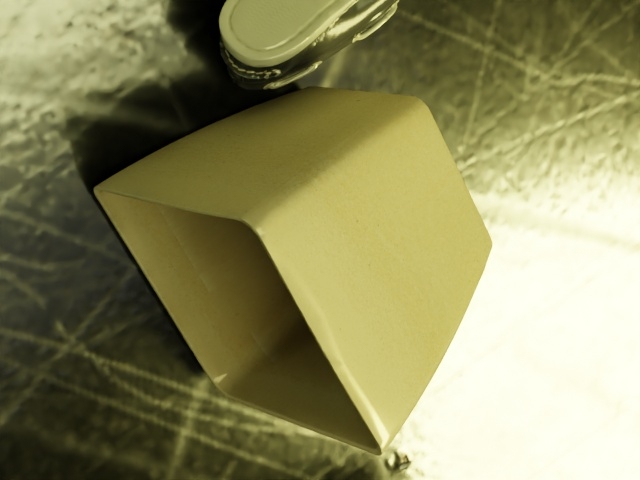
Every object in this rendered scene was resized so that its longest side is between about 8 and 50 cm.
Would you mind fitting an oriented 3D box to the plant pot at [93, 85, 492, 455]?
[{"bbox_3d":[0.000,0.000,0.585,0.096,0.109,0.109,-42,120,-25],"label":"plant pot"}]

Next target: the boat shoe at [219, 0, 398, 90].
[{"bbox_3d":[0.013,-0.102,0.594,0.125,0.038,0.046,-42,78,-17],"label":"boat shoe"}]
